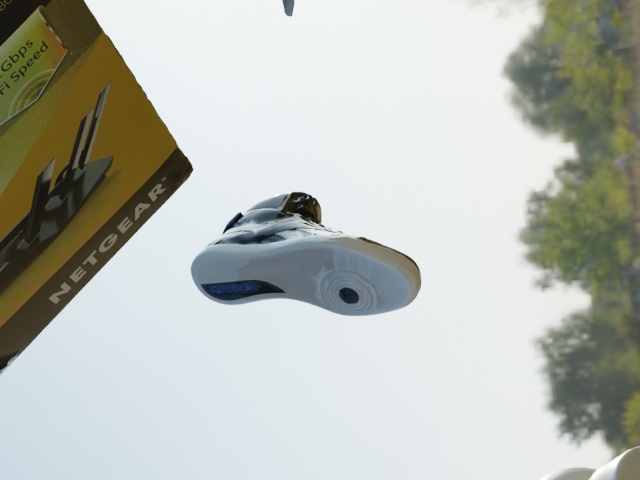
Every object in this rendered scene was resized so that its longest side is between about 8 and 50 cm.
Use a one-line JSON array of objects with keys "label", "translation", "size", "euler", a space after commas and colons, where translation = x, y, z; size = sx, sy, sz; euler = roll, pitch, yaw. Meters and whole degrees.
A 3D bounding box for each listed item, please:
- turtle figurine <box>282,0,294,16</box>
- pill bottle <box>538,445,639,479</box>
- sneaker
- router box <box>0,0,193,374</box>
[{"label": "turtle figurine", "translation": [-0.136, -0.254, 0.806], "size": [0.266, 0.198, 0.274], "euler": [75, -173, -60]}, {"label": "pill bottle", "translation": [0.146, 0.214, 0.745], "size": [0.221, 0.124, 0.124], "euler": [-51, 23, 41]}, {"label": "sneaker", "translation": [0.000, 0.000, 1.094], "size": [0.121, 0.217, 0.079], "euler": [-57, -39, -47]}, {"label": "router box", "translation": [-0.213, 0.011, 0.544], "size": [0.081, 0.309, 0.243], "euler": [40, 172, 18]}]
